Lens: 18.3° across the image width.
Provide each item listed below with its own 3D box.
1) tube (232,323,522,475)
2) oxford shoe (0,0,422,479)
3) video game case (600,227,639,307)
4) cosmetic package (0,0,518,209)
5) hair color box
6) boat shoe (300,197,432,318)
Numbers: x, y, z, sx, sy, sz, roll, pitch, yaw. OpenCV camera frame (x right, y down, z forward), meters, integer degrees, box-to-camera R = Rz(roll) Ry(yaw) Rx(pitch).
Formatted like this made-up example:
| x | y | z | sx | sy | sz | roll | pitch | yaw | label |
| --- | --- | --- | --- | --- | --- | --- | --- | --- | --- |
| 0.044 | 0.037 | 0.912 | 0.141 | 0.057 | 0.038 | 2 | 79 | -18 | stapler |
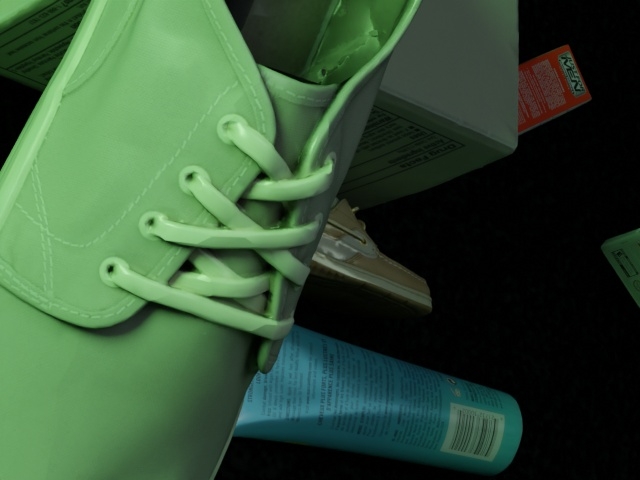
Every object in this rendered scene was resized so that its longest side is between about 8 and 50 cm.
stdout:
| x | y | z | sx | sy | sz | roll | pitch | yaw | label |
| --- | --- | --- | --- | --- | --- | --- | --- | --- | --- |
| 0.025 | 0.094 | 1.161 | 0.207 | 0.052 | 0.080 | 17 | 58 | -32 | tube |
| -0.059 | -0.020 | 0.944 | 0.169 | 0.130 | 0.449 | 15 | 100 | -37 | oxford shoe |
| 0.260 | 0.021 | 1.351 | 0.087 | 0.122 | 0.011 | 55 | 47 | -12 | video game case |
| -0.042 | -0.131 | 1.109 | 0.296 | 0.153 | 0.129 | 22 | 62 | -37 | cosmetic package |
| 0.104 | -0.081 | 1.281 | 0.141 | 0.072 | 0.043 | -25 | 92 | -46 | hair color box |
| 0.000 | 0.000 | 1.159 | 0.170 | 0.063 | 0.059 | 23 | 66 | -34 | boat shoe |
